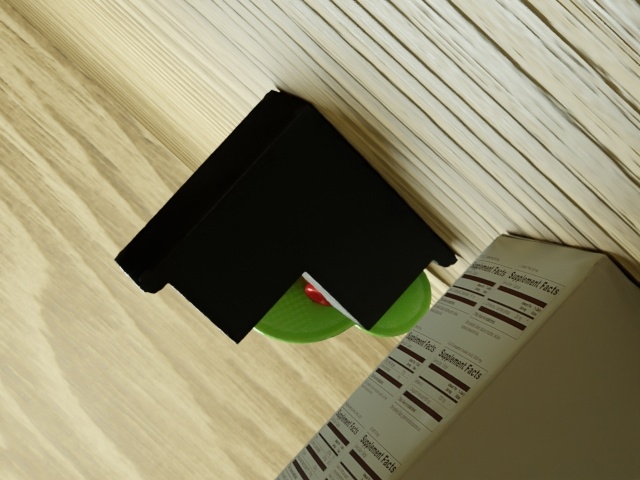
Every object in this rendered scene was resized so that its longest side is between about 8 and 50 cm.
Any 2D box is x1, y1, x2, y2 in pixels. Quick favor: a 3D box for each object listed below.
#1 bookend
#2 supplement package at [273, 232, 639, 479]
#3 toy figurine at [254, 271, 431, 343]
[{"bbox_3d":[-0.021,0.012,0.923,0.157,0.156,0.072,44,175,-25],"label":"bookend"},{"bbox_3d":[0.107,0.136,0.677,0.194,0.203,0.149,44,176,-11],"label":"supplement package"},{"bbox_3d":[0.000,0.000,1.056,0.173,0.130,0.159,19,160,12],"label":"toy figurine"}]
